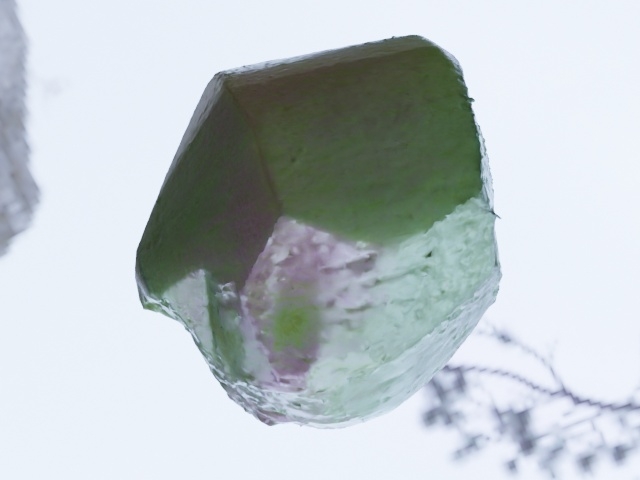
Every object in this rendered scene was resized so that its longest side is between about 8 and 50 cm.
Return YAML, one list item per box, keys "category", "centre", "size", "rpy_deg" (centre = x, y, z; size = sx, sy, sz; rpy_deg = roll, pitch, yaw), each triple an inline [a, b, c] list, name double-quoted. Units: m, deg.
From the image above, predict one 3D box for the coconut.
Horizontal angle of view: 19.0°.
- category: "coconut"
  centre: [0.000, 0.000, 0.411]
  size: [0.081, 0.082, 0.083]
  rpy_deg: [-17, -164, -11]
